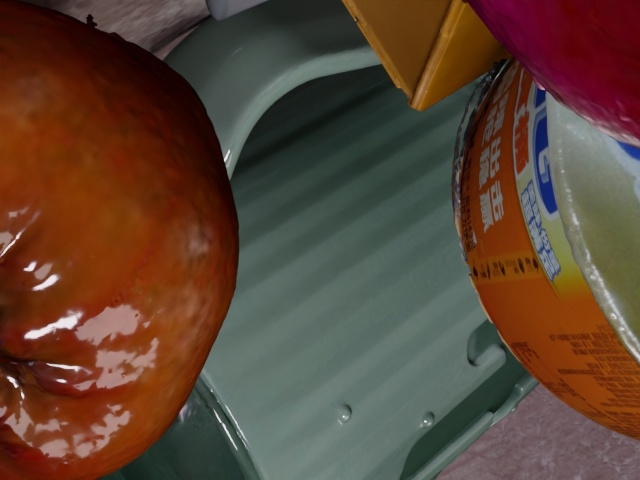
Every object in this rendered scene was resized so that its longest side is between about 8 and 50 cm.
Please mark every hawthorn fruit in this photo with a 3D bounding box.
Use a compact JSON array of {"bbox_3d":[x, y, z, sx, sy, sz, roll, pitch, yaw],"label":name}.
[{"bbox_3d":[-0.139,-0.009,0.905,0.224,0.224,0.261,-36,-168,21],"label":"hawthorn fruit"}]

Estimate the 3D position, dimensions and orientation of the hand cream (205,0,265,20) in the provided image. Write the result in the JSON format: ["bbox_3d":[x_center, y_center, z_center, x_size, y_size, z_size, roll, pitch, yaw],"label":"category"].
[{"bbox_3d":[0.048,-0.191,1.058,0.255,0.048,0.079,-29,166,-7],"label":"hand cream"}]

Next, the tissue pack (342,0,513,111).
[{"bbox_3d":[0.132,-0.207,0.940,0.274,0.145,0.194,-31,170,-11],"label":"tissue pack"}]

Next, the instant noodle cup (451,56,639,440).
[{"bbox_3d":[0.196,-0.027,0.874,0.296,0.296,0.214,-30,180,-18],"label":"instant noodle cup"}]

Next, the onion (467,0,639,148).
[{"bbox_3d":[0.238,-0.161,0.655,0.398,0.398,0.420,-35,142,12],"label":"onion"}]

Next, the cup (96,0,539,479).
[{"bbox_3d":[0.014,0.021,1.297,0.392,0.310,0.401,-35,175,-25],"label":"cup"}]
